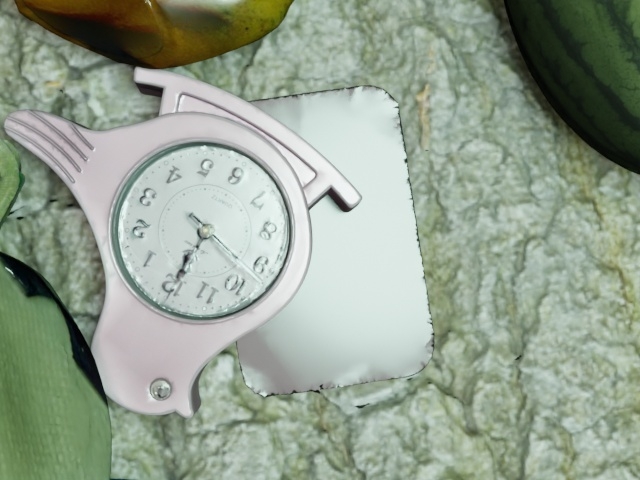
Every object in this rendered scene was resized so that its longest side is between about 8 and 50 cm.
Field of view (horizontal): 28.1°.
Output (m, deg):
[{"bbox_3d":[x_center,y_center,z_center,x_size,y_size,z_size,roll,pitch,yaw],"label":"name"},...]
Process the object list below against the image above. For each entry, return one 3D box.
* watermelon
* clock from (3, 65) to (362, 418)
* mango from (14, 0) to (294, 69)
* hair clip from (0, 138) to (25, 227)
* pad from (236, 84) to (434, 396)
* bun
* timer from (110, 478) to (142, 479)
[{"bbox_3d":[0.299,-0.197,1.034,0.279,0.279,0.359,-27,89,-3],"label":"watermelon"},{"bbox_3d":[-0.152,-0.013,1.102,0.290,0.080,0.275,33,89,-1],"label":"clock"},{"bbox_3d":[-0.130,-0.244,1.069,0.236,0.136,0.166,26,50,4],"label":"mango"},{"bbox_3d":[-0.356,0.042,1.070,0.138,0.091,0.321,19,100,-24],"label":"hair clip"},{"bbox_3d":[0.000,0.000,1.151,0.181,0.004,0.267,-8,91,-4],"label":"pad"},{"bbox_3d":[-0.288,0.141,0.962,0.179,0.283,0.283,-19,91,20],"label":"bun"},{"bbox_3d":[-0.226,0.372,1.083,0.309,0.115,0.340,4,88,-6],"label":"timer"}]
